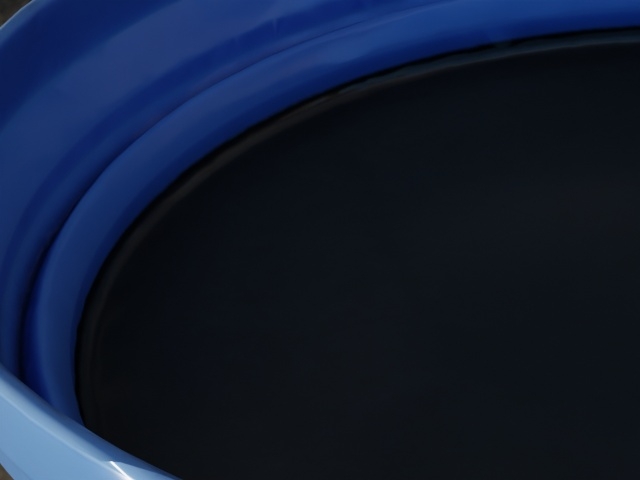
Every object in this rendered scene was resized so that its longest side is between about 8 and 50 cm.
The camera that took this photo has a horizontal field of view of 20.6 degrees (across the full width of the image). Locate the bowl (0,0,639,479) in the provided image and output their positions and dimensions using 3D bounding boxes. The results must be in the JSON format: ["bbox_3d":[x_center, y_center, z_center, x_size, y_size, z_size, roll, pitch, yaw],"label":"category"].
[{"bbox_3d":[0.095,-0.012,0.456,0.391,0.391,0.077,4,122,17],"label":"bowl"}]
